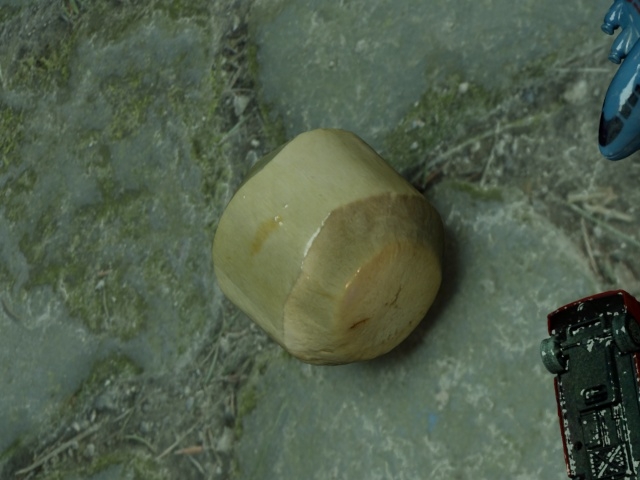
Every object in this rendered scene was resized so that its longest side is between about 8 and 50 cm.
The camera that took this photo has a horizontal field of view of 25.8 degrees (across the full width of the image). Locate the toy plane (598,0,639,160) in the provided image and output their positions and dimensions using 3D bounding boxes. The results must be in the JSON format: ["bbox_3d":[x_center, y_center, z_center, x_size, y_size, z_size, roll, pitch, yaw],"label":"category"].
[{"bbox_3d":[0.316,-0.183,1.183,0.254,0.105,0.271,30,94,47],"label":"toy plane"}]

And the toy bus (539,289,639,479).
[{"bbox_3d":[0.240,0.143,1.122,0.081,0.089,0.195,-23,58,32],"label":"toy bus"}]

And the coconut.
[{"bbox_3d":[0.000,0.000,1.315,0.222,0.202,0.202,42,100,40],"label":"coconut"}]
